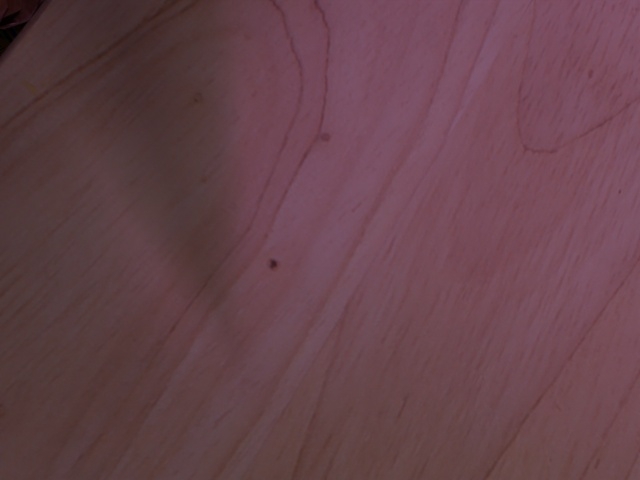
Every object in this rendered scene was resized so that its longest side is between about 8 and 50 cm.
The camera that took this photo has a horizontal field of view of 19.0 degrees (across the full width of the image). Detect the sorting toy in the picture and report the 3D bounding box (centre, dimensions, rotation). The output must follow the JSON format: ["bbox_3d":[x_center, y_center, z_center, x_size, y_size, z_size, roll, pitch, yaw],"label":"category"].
[{"bbox_3d":[0.020,0.051,0.432,0.255,0.257,0.089,39,-31,-10],"label":"sorting toy"}]

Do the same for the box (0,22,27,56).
[{"bbox_3d":[-0.117,-0.058,0.698,0.169,0.059,0.054,53,15,6],"label":"box"}]

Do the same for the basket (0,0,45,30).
[{"bbox_3d":[-0.208,-0.148,0.526,0.299,0.223,0.213,10,76,-75],"label":"basket"}]
